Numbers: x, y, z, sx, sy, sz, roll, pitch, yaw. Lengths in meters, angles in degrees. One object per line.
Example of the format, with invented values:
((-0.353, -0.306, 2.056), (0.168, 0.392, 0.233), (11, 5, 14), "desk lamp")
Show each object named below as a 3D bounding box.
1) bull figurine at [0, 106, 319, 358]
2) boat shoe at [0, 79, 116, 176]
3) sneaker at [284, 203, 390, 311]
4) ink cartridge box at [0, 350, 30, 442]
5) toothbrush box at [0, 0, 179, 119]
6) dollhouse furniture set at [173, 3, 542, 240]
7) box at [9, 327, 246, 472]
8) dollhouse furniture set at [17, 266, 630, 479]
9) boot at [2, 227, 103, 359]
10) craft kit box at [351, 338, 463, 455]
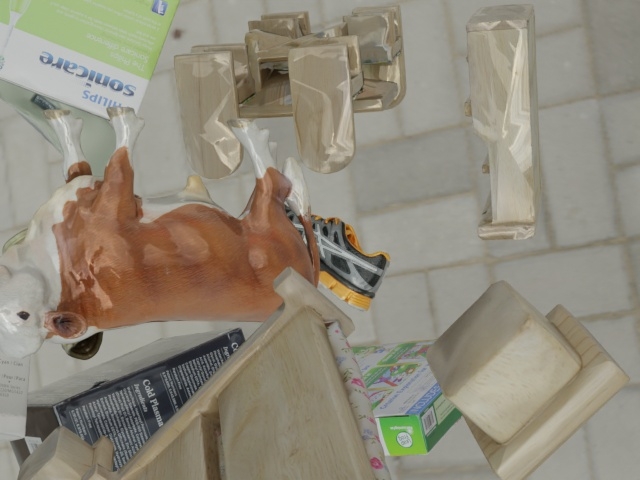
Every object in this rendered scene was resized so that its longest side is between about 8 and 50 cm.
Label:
((-0.135, -0.006, 0.934), (0.101, 0.310, 0.188), (0, 89, 53), "bull figurine")
((-0.354, -0.172, 1.624), (0.227, 0.081, 0.079), (42, 94, -19), "boat shoe")
((0.000, 0.000, 1.535), (0.215, 0.084, 0.083), (39, 95, 17), "sneaker")
((-0.489, 0.150, 1.600), (0.296, 0.066, 0.261), (-18, 67, 44), "ink cartridge box")
((-0.271, -0.300, 1.405), (0.206, 0.122, 0.283), (20, 90, -12), "toothbrush box")
((0.068, -0.144, 1.478), (0.394, 0.362, 0.256), (-2, 107, 14), "dollhouse furniture set")
((-0.293, 0.279, 1.860), (0.343, 0.313, 0.178), (-14, 97, 61), "box")
((-0.016, 0.147, 0.515), (0.174, 0.303, 0.355), (42, 100, -19), "dollhouse furniture set")
((-0.401, 0.084, 1.809), (0.077, 0.213, 0.165), (-31, 66, -14), "boot")
((0.068, 0.190, 1.461), (0.247, 0.250, 0.061), (-5, 104, 32), "craft kit box")
